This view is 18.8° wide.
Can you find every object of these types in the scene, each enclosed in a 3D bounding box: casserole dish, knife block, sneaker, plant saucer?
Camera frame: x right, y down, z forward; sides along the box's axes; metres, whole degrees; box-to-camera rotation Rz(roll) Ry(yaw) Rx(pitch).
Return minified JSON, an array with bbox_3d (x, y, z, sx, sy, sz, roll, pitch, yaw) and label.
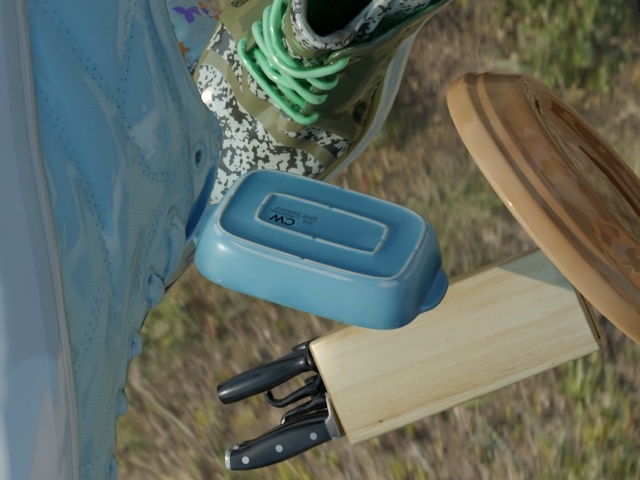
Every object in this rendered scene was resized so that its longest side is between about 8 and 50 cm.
[{"bbox_3d":[0.000,0.000,1.357,0.188,0.037,0.114,16,42,13],"label":"casserole dish"},{"bbox_3d":[0.051,0.099,1.484,0.242,0.275,0.088,-24,90,-27],"label":"knife block"},{"bbox_3d":[-0.002,-0.160,1.368,0.158,0.182,0.410,42,122,7],"label":"sneaker"},{"bbox_3d":[0.148,-0.021,1.058,0.037,0.200,0.200,-40,71,17],"label":"plant saucer"},{"bbox_3d":[-0.094,0.000,0.737,0.150,0.135,0.366,-1,88,-35],"label":"sneaker"}]

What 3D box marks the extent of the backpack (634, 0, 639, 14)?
[{"bbox_3d":[0.140,-0.210,0.532,0.355,0.290,0.273,53,128,31],"label":"backpack"}]

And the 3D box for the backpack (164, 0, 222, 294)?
[{"bbox_3d":[-0.145,-0.094,1.648,0.191,0.225,0.253,28,52,5],"label":"backpack"}]
